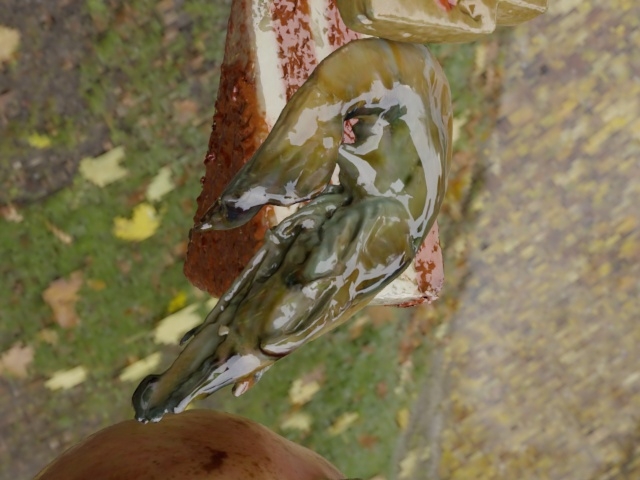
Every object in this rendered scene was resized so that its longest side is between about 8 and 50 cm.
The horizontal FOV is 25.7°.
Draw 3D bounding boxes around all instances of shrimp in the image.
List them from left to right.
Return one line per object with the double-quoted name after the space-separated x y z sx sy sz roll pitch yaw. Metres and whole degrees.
0.001 -0.015 0.671 0.254 0.059 0.145 -36 138 -44 "shrimp"

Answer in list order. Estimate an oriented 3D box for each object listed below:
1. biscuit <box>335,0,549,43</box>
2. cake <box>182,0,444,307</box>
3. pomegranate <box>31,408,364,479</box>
0.061 -0.183 0.724 0.041 0.238 0.212 -26 118 39 "biscuit"
0.007 -0.062 1.021 0.158 0.160 0.262 -4 116 -30 "cake"
-0.071 0.268 1.014 0.338 0.338 0.338 -24 151 -14 "pomegranate"
